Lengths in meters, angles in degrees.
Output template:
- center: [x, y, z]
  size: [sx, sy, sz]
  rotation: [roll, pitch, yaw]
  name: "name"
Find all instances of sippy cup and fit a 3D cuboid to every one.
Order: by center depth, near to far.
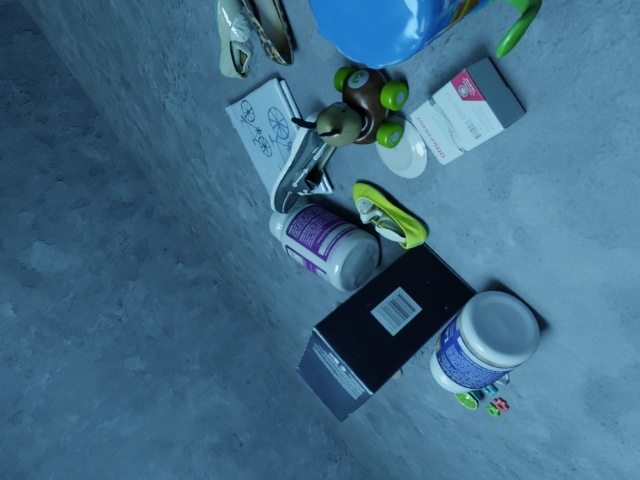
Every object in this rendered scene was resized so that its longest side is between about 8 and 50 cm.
- center: [0.103, -0.343, 0.586]
  size: [0.306, 0.224, 0.240]
  rotation: [14, 144, 37]
  name: "sippy cup"

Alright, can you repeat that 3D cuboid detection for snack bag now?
- center: [-0.125, -0.264, 1.331]
  size: [0.343, 0.037, 0.322]
  rotation: [2, 122, 58]
  name: "snack bag"

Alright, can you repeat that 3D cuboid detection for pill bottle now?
- center: [0.335, 0.230, 1.012]
  size: [0.153, 0.153, 0.264]
  rotation: [45, 152, 20]
  name: "pill bottle"
- center: [0.000, 0.000, 1.284]
  size: [0.302, 0.169, 0.169]
  rotation: [33, 146, 37]
  name: "pill bottle"

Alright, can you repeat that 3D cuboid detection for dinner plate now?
- center: [0.159, -0.188, 0.970]
  size: [0.141, 0.017, 0.141]
  rotation: [38, 148, 30]
  name: "dinner plate"

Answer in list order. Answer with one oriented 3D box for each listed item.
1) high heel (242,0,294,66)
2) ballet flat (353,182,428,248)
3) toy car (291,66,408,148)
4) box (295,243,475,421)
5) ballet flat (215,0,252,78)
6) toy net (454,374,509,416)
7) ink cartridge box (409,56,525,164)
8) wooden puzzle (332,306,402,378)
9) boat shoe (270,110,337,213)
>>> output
- center: [-0.109, -0.487, 0.961]
  size: [0.186, 0.093, 0.261]
  rotation: [55, 171, 13]
  name: "high heel"
- center: [0.140, -0.057, 1.085]
  size: [0.231, 0.077, 0.077]
  rotation: [39, 150, 29]
  name: "ballet flat"
- center: [0.042, -0.238, 0.893]
  size: [0.155, 0.189, 0.148]
  rotation: [33, 135, 37]
  name: "toy car"
- center: [0.139, 0.220, 1.113]
  size: [0.179, 0.343, 0.312]
  rotation: [46, 153, 16]
  name: "box"
- center: [-0.203, -0.493, 1.154]
  size: [0.086, 0.086, 0.248]
  rotation: [48, 157, 14]
  name: "ballet flat"
- center: [0.414, 0.370, 1.167]
  size: [0.122, 0.045, 0.232]
  rotation: [41, 150, 27]
  name: "toy net"
- center: [0.233, -0.205, 0.771]
  size: [0.109, 0.063, 0.150]
  rotation: [56, 154, -2]
  name: "ink cartridge box"
- center: [0.156, 0.332, 1.564]
  size: [0.239, 0.044, 0.220]
  rotation: [16, 134, 46]
  name: "wooden puzzle"
- center: [-0.038, -0.164, 1.157]
  size: [0.091, 0.114, 0.302]
  rotation: [38, 136, 12]
  name: "boat shoe"
